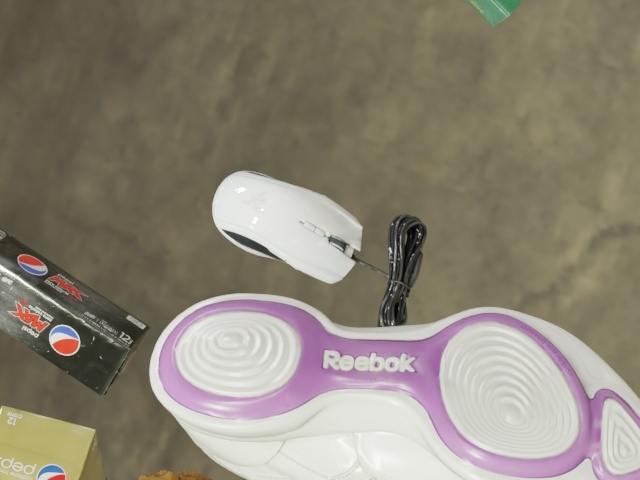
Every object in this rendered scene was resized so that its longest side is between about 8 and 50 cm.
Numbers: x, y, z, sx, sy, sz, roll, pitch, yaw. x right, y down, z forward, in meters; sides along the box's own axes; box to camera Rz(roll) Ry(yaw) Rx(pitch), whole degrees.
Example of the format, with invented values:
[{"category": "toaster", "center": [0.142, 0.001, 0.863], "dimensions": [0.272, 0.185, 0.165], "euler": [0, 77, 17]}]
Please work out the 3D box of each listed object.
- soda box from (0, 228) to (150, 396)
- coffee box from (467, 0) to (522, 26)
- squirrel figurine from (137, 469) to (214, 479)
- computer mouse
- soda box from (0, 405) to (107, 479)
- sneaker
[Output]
[{"category": "soda box", "center": [-0.236, 0.060, 1.688], "dimensions": [0.060, 0.169, 0.053], "euler": [-58, -3, 25]}, {"category": "coffee box", "center": [0.177, -0.294, 1.764], "dimensions": [0.184, 0.113, 0.040], "euler": [-50, 8, -21]}, {"category": "squirrel figurine", "center": [-0.074, 0.380, 1.874], "dimensions": [0.397, 0.370, 0.281], "euler": [63, 150, 18]}, {"category": "computer mouse", "center": [0.000, 0.000, 1.654], "dimensions": [0.106, 0.193, 0.042], "euler": [-70, 14, -12]}, {"category": "soda box", "center": [-0.169, 0.168, 1.219], "dimensions": [0.181, 0.061, 0.058], "euler": [93, -167, -62]}, {"category": "sneaker", "center": [0.055, 0.109, 1.175], "dimensions": [0.152, 0.305, 0.114], "euler": [79, -155, -60]}]
